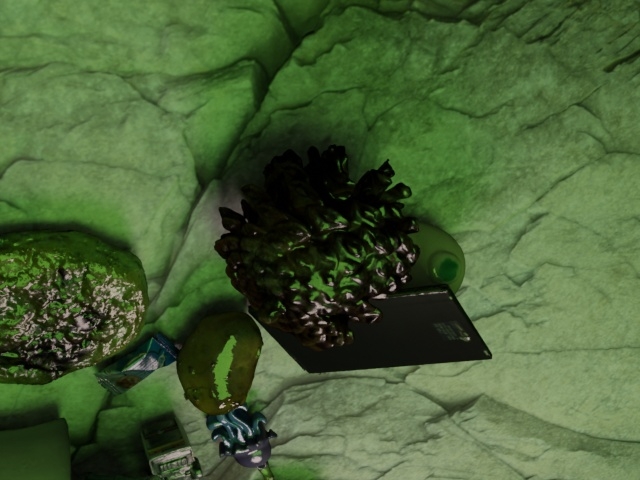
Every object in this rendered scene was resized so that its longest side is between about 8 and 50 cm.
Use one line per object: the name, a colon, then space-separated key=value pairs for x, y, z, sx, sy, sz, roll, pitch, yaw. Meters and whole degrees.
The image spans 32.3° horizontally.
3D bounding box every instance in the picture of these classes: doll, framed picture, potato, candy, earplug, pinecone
doll: x=-0.141 y=0.336 z=1.952 sx=0.110 sy=0.067 sz=0.206 roll=-19 pitch=124 yaw=8
framed picture: x=0.084 y=0.151 z=1.802 sx=0.338 sy=0.014 sz=0.255 roll=-8 pitch=147 yaw=23
potato: x=-0.161 y=0.192 z=1.776 sx=0.137 sy=0.137 sz=0.176 roll=14 pitch=99 yaw=-35
candy: x=-0.295 y=0.200 z=1.774 sx=0.136 sy=0.038 sz=0.088 roll=-31 pitch=147 yaw=4
earplug: x=-0.549 y=0.366 z=1.710 sx=0.301 sy=0.172 sz=0.172 roll=1 pitch=127 yaw=-21
pinecone: x=0.000 y=-0.005 z=1.601 sx=0.296 sy=0.242 sz=0.298 roll=-38 pitch=122 yaw=-2

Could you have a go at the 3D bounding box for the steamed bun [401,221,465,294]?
steamed bun: x=0.136 y=0.061 z=1.806 sx=0.228 sy=0.131 sz=0.177 roll=-2 pitch=128 yaw=-23

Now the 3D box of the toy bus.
toy bus: x=-0.253 y=0.420 z=1.934 sx=0.092 sy=0.106 sz=0.268 roll=-17 pitch=136 yaw=-12

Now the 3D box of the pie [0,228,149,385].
pie: x=-0.406 y=0.109 z=1.615 sx=0.323 sy=0.070 sz=0.323 roll=-14 pitch=134 yaw=-15

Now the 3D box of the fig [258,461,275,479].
fig: x=-0.080 y=0.535 z=2.119 sx=0.231 sy=0.160 sz=0.143 roll=47 pitch=135 yaw=-10

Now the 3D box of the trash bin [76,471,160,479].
trash bin: x=-0.304 y=0.597 z=1.857 sx=0.259 sy=0.295 sz=0.381 roll=-6 pitch=138 yaw=36
